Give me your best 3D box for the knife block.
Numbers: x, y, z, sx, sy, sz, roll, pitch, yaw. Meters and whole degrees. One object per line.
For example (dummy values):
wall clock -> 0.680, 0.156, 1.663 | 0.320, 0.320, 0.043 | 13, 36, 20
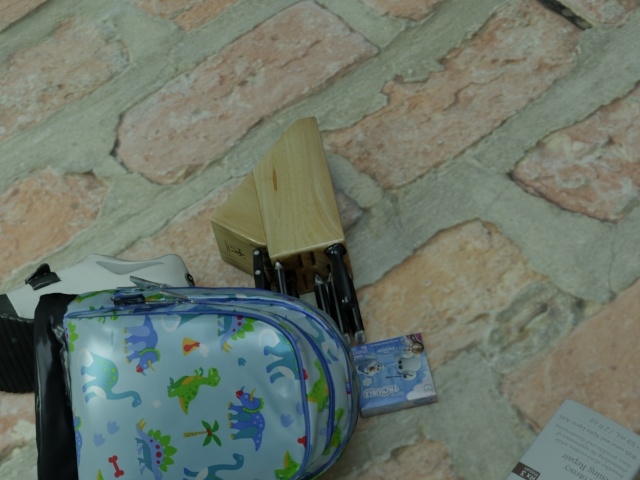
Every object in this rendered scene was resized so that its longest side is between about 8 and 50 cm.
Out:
knife block -> 0.000, 0.000, 1.912 | 0.242, 0.088, 0.276 | 26, 60, 25

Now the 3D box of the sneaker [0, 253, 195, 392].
sneaker -> -0.310, 0.090, 1.894 | 0.330, 0.122, 0.146 | -8, 34, 5

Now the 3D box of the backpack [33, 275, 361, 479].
backpack -> -0.132, 0.178, 1.690 | 0.355, 0.273, 0.290 | -2, 82, -5

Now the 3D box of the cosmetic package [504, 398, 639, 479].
cosmetic package -> 0.248, 0.293, 1.645 | 0.117, 0.085, 0.231 | 27, 60, 27

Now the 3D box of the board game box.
board game box -> 0.084, 0.157, 1.818 | 0.090, 0.020, 0.090 | -13, 53, 0
